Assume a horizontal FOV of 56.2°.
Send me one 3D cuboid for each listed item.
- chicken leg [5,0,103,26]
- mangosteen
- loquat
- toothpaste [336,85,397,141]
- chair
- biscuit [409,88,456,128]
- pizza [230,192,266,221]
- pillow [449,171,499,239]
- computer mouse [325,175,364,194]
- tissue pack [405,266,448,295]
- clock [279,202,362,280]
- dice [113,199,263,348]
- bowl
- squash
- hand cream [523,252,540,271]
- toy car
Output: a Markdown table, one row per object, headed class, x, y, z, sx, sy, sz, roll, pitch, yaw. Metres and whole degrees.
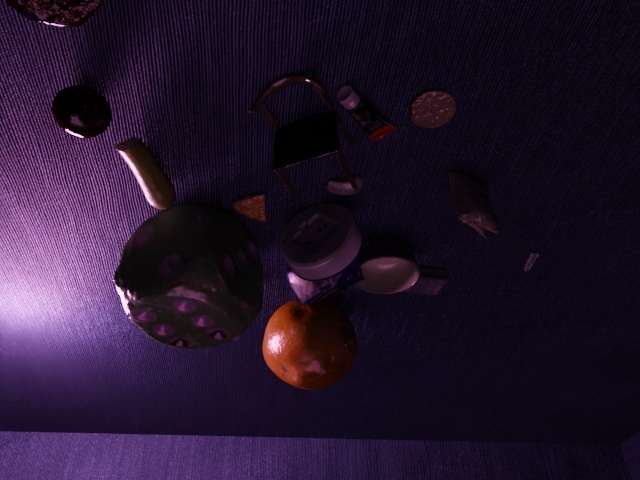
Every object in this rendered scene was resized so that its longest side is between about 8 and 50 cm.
| class | x | y | z | sx | sy | sz | roll | pitch | yaw |
| --- | --- | --- | --- | --- | --- | --- | --- | --- | --- |
| chicken leg | -0.506 | -0.487 | 1.208 | 0.253 | 0.051 | 0.106 | -6 | 136 | 1 |
| mangosteen | -0.561 | -0.296 | 1.398 | 0.140 | 0.140 | 0.140 | -1 | 142 | -1 |
| loquat | -0.036 | 0.354 | 2.064 | 0.328 | 0.328 | 0.328 | -1 | 142 | -1 |
| toothpaste | 0.113 | -0.305 | 1.461 | 0.071 | 0.045 | 0.193 | -24 | 142 | 26 |
| chair | -0.034 | -0.240 | 1.434 | 0.188 | 0.166 | 0.272 | -15 | 140 | 16 |
| biscuit | 0.274 | -0.320 | 1.464 | 0.120 | 0.015 | 0.120 | -1 | 141 | -1 |
| pizza | -0.185 | -0.103 | 1.716 | 0.123 | 0.026 | 0.108 | 27 | 131 | -27 |
| pillow | 0.409 | -0.096 | 1.617 | 0.134 | 0.181 | 0.078 | 27 | 130 | -31 |
| computer mouse | 0.068 | -0.147 | 1.662 | 0.110 | 0.032 | 0.056 | -6 | 141 | 5 |
| tissue pack | 0.337 | 0.137 | 2.013 | 0.156 | 0.051 | 0.112 | 7 | 143 | -11 |
| clock | 0.000 | 0.000 | 1.688 | 0.230 | 0.230 | 0.083 | -16 | 135 | 17 |
| dice | -0.365 | 0.107 | 1.733 | 0.318 | 0.330 | 0.322 | -18 | 137 | 18 |
| bowl | 0.202 | 0.070 | 1.876 | 0.211 | 0.112 | 0.211 | -1 | 140 | -1 |
| squash | -0.450 | -0.176 | 1.569 | 0.083 | 0.083 | 0.250 | -8 | 141 | 9 |
| hand cream | 0.690 | 0.069 | 1.969 | 0.030 | 0.019 | 0.093 | 6 | 134 | -6 |
| toy car | 0.007 | 0.094 | 1.793 | 0.158 | 0.172 | 0.235 | -28 | 176 | -40 |
